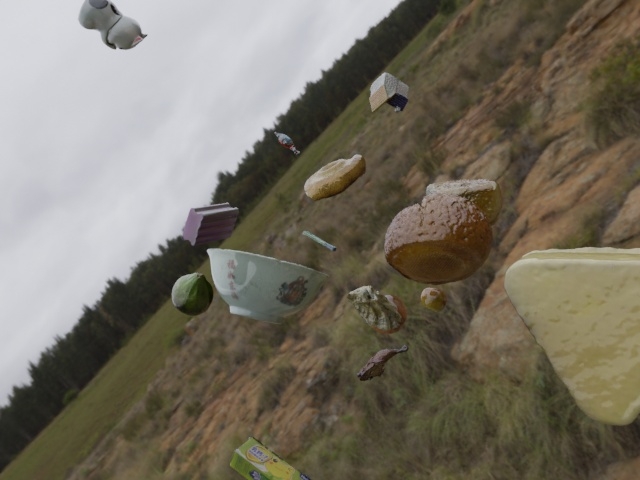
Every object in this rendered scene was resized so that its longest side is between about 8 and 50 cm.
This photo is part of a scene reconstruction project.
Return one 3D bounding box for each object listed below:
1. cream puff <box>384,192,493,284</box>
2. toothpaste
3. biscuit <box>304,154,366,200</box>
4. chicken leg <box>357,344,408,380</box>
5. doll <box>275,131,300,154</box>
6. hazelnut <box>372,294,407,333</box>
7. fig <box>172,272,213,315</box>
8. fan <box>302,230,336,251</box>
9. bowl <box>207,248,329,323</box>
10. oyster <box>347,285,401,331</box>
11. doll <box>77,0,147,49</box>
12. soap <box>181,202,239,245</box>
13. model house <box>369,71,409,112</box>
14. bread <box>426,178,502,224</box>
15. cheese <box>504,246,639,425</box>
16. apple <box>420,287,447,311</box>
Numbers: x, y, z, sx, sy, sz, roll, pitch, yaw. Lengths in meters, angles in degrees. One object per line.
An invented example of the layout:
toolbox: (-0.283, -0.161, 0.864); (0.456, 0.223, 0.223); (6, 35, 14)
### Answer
cream puff: (0.334, -0.013, 1.526); (0.303, 0.303, 0.212); (-39, 32, 51)
toothpaste: (-0.162, 0.841, 1.931); (0.110, 0.328, 0.077); (-22, -45, -58)
biscuit: (0.047, -0.250, 2.166); (0.274, 0.091, 0.213); (-18, 23, 29)
chicken leg: (0.147, 0.295, 1.310); (0.145, 0.062, 0.037); (-47, 30, 18)
doll: (-0.120, -0.356, 1.964); (0.039, 0.114, 0.057); (-33, 25, 33)
hazelnut: (0.287, 0.304, 2.298); (0.182, 0.182, 0.182); (-41, 2, 1)
fig: (-0.371, 0.143, 1.594); (0.123, 0.123, 0.156); (-43, -17, -57)
fan: (0.000, 0.000, 1.778); (0.193, 0.038, 0.016); (31, 113, 55)
bowl: (-0.198, 0.174, 1.851); (0.435, 0.435, 0.195); (145, 137, -75)
oyster: (0.191, 0.217, 1.800); (0.133, 0.209, 0.072); (-46, 2, -37)
doll: (-0.597, -0.617, 1.547); (0.107, 0.181, 0.110); (-41, 26, 26)
soap: (-0.375, -0.059, 1.862); (0.203, 0.066, 0.122); (-17, -47, -62)
model house: (0.207, -0.432, 1.645); (0.088, 0.101, 0.100); (-34, 40, 53)
bread: (0.470, -0.109, 1.829); (0.247, 0.176, 0.195); (-8, 14, -2)
cheese: (0.598, 0.143, 1.061); (0.384, 0.383, 0.104); (-40, -13, 37)
apple: (0.360, 0.188, 1.718); (0.084, 0.084, 0.071); (147, 140, -78)
